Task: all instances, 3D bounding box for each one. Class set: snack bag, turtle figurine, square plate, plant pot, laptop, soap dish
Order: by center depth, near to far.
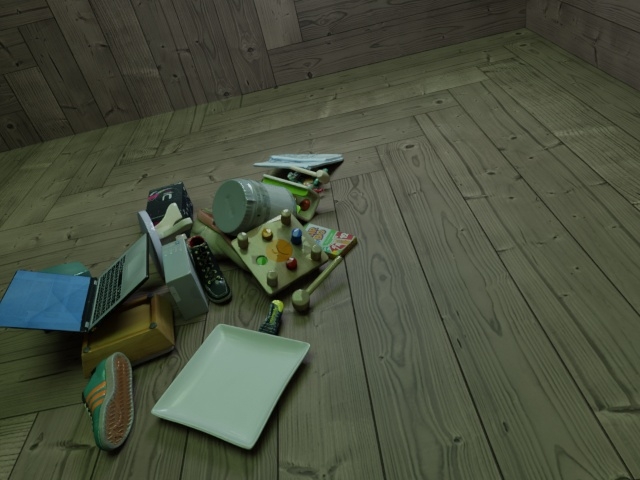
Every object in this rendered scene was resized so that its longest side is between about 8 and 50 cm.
[{"bbox_3d":[-0.244,0.401,1.419,0.343,0.049,0.347,6,40,28],"label":"square plate"},{"bbox_3d":[-0.631,0.303,1.632,0.290,0.118,0.229,-20,35,-7],"label":"soap dish"},{"bbox_3d":[-0.796,0.112,1.646,0.408,0.236,0.382,-43,29,2],"label":"laptop"},{"bbox_3d":[-0.985,0.193,1.884,0.165,0.166,0.234,22,42,40],"label":"plant pot"},{"bbox_3d":[-0.056,-0.267,2.205,0.175,0.118,0.234,-3,21,-4],"label":"turtle figurine"},{"bbox_3d":[-0.105,-0.374,2.334,0.323,0.037,0.342,7,18,28],"label":"snack bag"}]

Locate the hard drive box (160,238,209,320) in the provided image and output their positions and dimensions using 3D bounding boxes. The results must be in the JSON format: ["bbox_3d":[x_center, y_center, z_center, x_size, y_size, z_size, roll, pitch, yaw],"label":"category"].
[{"bbox_3d":[-0.479,0.132,1.757,0.089,0.181,0.232,-22,35,-9],"label":"hard drive box"}]

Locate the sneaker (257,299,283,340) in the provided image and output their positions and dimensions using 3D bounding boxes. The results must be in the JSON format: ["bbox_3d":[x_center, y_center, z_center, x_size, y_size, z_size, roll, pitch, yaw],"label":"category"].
[{"bbox_3d":[-0.155,0.263,1.579,0.053,0.059,0.144,22,63,6],"label":"sneaker"}]

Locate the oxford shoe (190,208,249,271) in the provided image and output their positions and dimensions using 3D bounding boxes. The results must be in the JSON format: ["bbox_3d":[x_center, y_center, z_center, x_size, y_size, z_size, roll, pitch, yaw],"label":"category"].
[{"bbox_3d":[-0.370,0.028,1.938,0.397,0.140,0.147,38,101,38],"label":"oxford shoe"}]

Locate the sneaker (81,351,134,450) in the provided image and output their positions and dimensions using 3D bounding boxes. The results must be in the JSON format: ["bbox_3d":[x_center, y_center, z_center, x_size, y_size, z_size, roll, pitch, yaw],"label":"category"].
[{"bbox_3d":[-0.614,0.471,1.426,0.121,0.108,0.302,-31,40,10],"label":"sneaker"}]

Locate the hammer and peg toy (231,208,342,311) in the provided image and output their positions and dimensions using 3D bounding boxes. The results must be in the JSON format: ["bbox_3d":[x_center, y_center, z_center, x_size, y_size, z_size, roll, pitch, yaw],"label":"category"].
[{"bbox_3d":[-0.105,0.075,1.725,0.266,0.127,0.361,-31,65,-23],"label":"hammer and peg toy"}]

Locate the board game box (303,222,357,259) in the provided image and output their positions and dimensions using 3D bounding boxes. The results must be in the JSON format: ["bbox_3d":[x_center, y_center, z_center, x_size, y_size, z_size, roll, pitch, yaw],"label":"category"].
[{"bbox_3d":[0.000,0.000,1.894,0.259,0.039,0.124,14,44,38],"label":"board game box"}]

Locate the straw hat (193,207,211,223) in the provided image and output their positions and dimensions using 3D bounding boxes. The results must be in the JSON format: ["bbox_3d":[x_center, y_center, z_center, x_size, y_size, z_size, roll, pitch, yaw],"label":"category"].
[{"bbox_3d":[-0.505,-0.107,2.196,0.144,0.061,0.144,-10,35,7],"label":"straw hat"}]

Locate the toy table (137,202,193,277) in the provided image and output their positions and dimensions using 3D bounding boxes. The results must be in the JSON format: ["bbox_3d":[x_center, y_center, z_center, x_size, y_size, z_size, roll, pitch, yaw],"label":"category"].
[{"bbox_3d":[-0.596,-0.008,1.965,0.160,0.274,0.252,-21,1,-27],"label":"toy table"}]

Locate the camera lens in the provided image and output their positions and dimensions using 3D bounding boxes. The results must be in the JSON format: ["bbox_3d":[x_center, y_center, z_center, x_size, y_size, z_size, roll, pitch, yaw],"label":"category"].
[{"bbox_3d":[-0.242,-0.114,1.900,0.219,0.220,0.274,22,10,40],"label":"camera lens"}]

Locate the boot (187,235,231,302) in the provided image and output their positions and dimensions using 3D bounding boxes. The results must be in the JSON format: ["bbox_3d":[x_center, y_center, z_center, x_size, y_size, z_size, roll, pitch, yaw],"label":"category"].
[{"bbox_3d":[-0.399,0.101,1.770,0.085,0.179,0.236,-25,36,-15],"label":"boot"}]

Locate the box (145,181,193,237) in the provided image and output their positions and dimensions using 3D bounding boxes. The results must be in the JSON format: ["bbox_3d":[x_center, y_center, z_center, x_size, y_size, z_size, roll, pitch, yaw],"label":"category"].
[{"bbox_3d":[-0.663,-0.122,2.202,0.165,0.143,0.270,-17,36,-3],"label":"box"}]

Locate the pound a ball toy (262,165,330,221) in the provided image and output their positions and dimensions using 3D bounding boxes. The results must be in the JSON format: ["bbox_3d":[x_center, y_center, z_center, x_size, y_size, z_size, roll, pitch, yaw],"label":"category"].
[{"bbox_3d":[-0.106,-0.206,2.094,0.319,0.135,0.208,20,83,39],"label":"pound a ball toy"}]
